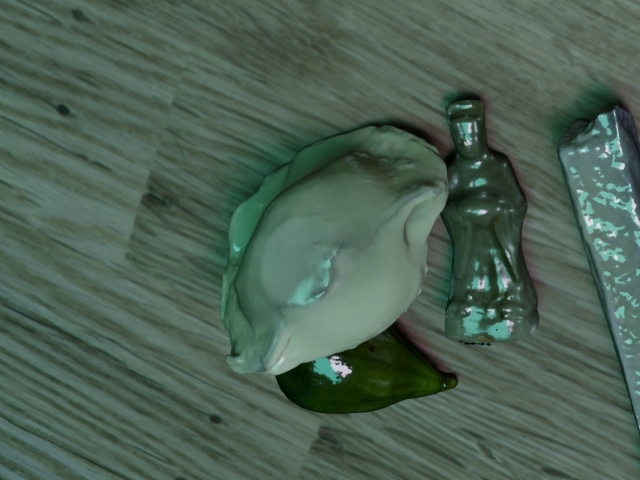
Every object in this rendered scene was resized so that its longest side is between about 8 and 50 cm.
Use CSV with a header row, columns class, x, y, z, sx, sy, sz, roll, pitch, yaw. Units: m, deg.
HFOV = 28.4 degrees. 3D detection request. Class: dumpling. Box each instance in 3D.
class,x,y,z,sx,sy,sz,roll,pitch,yaw
dumpling,0.000,0.000,1.105,0.258,0.193,0.147,-43,135,9

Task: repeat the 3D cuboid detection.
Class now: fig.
class,x,y,z,sx,sy,sz,roll,pitch,yaw
fig,0.045,0.119,1.183,0.177,0.117,0.117,19,120,-2

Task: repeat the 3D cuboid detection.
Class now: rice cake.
class,x,y,z,sx,sy,sz,roll,pitch,yaw
rice cake,0.276,0.067,1.088,0.064,0.070,0.399,-10,111,24

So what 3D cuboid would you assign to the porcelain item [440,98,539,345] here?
class,x,y,z,sx,sy,sz,roll,pitch,yaw
porcelain item,0.143,-0.018,1.102,0.081,0.069,0.216,1,110,24
